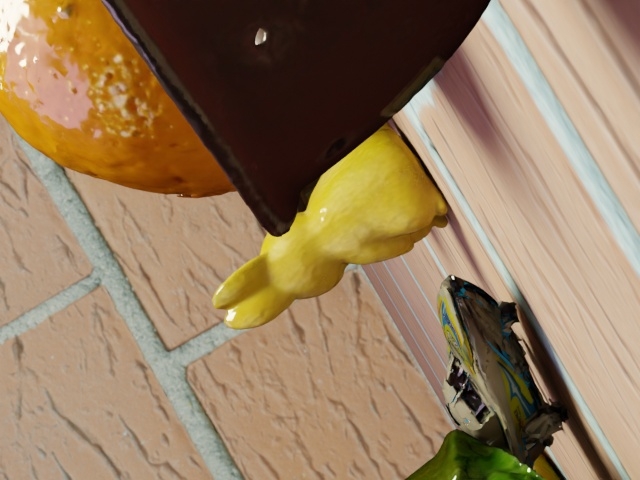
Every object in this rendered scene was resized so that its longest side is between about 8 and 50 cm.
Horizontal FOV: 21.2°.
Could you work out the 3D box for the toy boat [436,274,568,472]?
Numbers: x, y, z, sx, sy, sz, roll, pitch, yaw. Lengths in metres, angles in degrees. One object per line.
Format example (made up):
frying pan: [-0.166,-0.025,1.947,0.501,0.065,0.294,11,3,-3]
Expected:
toy boat: [0.099,0.074,1.027,0.084,0.066,0.210,57,177,35]

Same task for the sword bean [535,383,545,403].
sword bean: [0.141,0.097,1.149,0.083,0.012,0.012,59,179,-25]

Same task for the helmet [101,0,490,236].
helmet: [-0.007,-0.092,0.415,0.155,0.106,0.175,59,-178,1]

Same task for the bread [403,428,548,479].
bread: [0.160,0.295,1.017,0.382,0.129,0.366,48,169,12]

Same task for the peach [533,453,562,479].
peach: [0.168,0.280,1.416,0.251,0.153,0.251,-16,-90,-83]

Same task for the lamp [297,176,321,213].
lamp: [-0.015,-0.096,1.120,0.090,0.089,0.325,60,178,25]

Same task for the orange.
orange: [-0.067,-0.114,0.766,0.161,0.193,0.193,97,151,-44]

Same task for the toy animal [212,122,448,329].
toy animal: [-0.002,-0.002,1.088,0.083,0.159,0.070,54,179,11]
